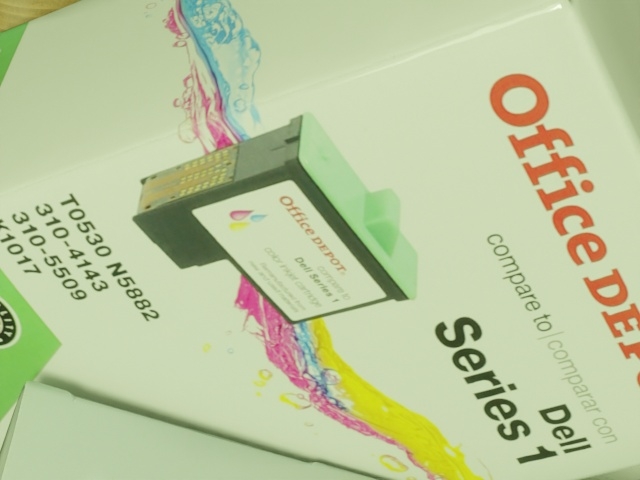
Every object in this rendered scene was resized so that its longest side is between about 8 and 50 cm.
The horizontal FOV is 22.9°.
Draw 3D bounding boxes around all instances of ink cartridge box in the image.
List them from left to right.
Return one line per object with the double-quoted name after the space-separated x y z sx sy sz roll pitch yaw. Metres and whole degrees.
0.000 0.000 0.574 0.278 0.117 0.201 -17 127 22 "ink cartridge box"

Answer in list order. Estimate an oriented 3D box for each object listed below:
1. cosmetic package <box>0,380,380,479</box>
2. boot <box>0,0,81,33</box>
-0.037 0.252 0.639 0.284 0.097 0.377 18 125 -9 "cosmetic package"
-0.025 -0.068 0.676 0.248 0.090 0.206 -2 131 -9 "boot"
